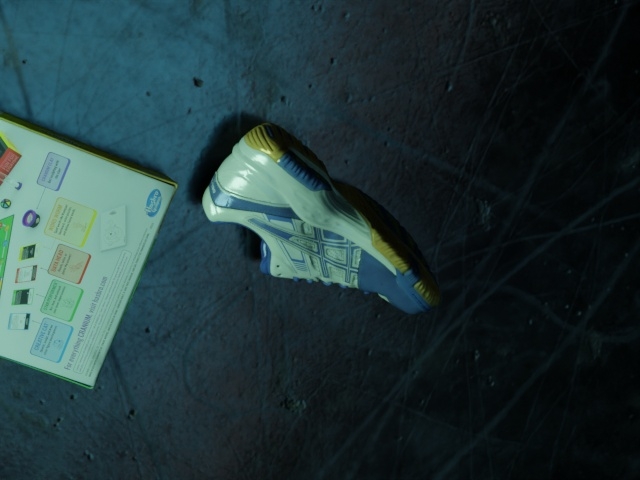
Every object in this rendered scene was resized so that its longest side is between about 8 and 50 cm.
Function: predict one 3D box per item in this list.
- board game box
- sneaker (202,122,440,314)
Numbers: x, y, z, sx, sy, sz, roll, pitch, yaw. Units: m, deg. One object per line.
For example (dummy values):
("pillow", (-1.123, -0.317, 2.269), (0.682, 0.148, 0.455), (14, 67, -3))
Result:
("board game box", (-0.340, -0.010, 1.617), (0.316, 0.064, 0.242), (22, 95, -20))
("sneaker", (0.000, 0.000, 1.718), (0.296, 0.112, 0.131), (40, 106, -19))
